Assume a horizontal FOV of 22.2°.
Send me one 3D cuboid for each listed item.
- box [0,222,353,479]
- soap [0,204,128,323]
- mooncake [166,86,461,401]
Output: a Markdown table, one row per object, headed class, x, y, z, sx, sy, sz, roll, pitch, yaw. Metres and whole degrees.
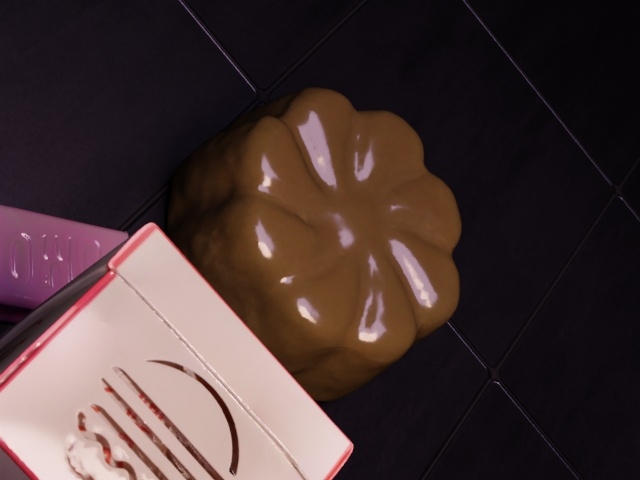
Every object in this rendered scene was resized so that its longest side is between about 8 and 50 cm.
| class | x | y | z | sx | sy | sz | roll | pitch | yaw |
| --- | --- | --- | --- | --- | --- | --- | --- | --- | --- |
| box | -0.220 | 0.228 | 1.614 | 0.314 | 0.312 | 0.300 | 49 | 47 | -8 |
| soap | -0.310 | 0.034 | 1.815 | 0.203 | 0.065 | 0.122 | 13 | 60 | -37 |
| mooncake | 0.000 | 0.000 | 2.010 | 0.378 | 0.201 | 0.378 | 20 | 56 | -32 |
